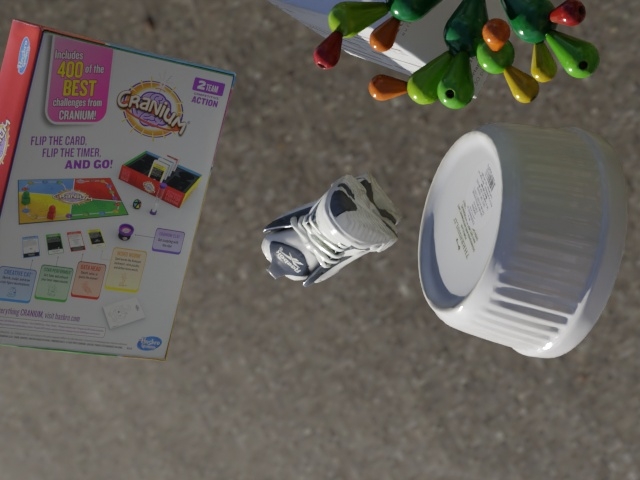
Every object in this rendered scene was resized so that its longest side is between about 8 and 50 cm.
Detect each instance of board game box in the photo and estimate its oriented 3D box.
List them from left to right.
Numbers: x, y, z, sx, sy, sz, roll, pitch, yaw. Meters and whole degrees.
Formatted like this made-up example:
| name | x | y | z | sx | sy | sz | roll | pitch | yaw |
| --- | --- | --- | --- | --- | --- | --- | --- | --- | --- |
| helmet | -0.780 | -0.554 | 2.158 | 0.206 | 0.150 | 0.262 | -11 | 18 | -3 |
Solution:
| name | x | y | z | sx | sy | sz | roll | pitch | yaw |
| --- | --- | --- | --- | --- | --- | --- | --- | --- | --- |
| board game box | -0.232 | -0.044 | 1.767 | 0.064 | 0.242 | 0.316 | 21 | 98 | 49 |

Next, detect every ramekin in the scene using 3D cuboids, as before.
| name | x | y | z | sx | sy | sz | roll | pitch | yaw |
| --- | --- | --- | --- | --- | --- | --- | --- | --- | --- |
| ramekin | 0.168 | -0.007 | 1.521 | 0.207 | 0.109 | 0.207 | -168 | 90 | -70 |

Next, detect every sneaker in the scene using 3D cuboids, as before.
| name | x | y | z | sx | sy | sz | roll | pitch | yaw |
| --- | --- | --- | --- | --- | --- | --- | --- | --- | --- |
| sneaker | 0.000 | 0.000 | 1.912 | 0.094 | 0.153 | 0.235 | 52 | -169 | -6 |

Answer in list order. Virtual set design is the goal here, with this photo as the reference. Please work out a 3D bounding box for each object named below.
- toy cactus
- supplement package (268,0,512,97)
| name | x | y | z | sx | sy | sz | roll | pitch | yaw |
| --- | --- | --- | --- | --- | --- | --- | --- | --- | --- |
| toy cactus | 0.114 | -0.189 | 1.370 | 0.219 | 0.180 | 0.112 | 5 | 151 | 23 |
| supplement package | 0.100 | -0.299 | 1.643 | 0.204 | 0.145 | 0.261 | 27 | 90 | 50 |
